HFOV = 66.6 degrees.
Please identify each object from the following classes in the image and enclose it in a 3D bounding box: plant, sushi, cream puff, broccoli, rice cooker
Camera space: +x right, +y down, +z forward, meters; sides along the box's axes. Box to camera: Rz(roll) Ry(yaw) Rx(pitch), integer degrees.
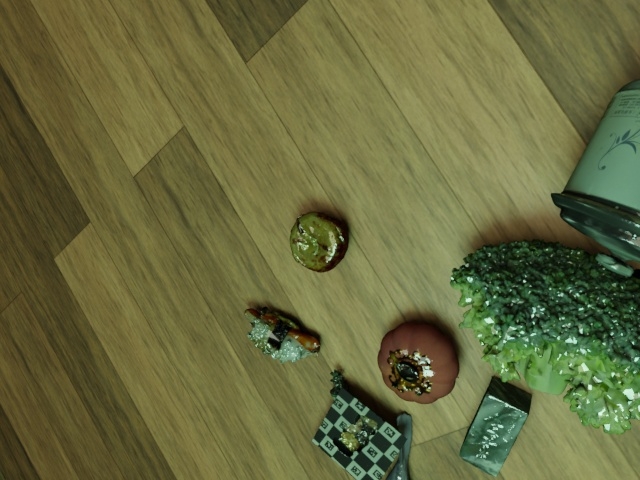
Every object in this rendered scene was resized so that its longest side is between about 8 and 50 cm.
[{"bbox_3d":[0.045,0.362,1.207,0.051,0.051,0.102,-8,103,28],"label":"plant"},{"bbox_3d":[0.101,0.476,1.191,0.192,0.050,0.215,34,121,19],"label":"sushi"},{"bbox_3d":[-0.108,0.247,1.236,0.226,0.103,0.097,29,129,21],"label":"sushi"},{"bbox_3d":[0.000,0.000,1.135,0.149,0.084,0.149,4,98,27],"label":"cream puff"},{"bbox_3d":[0.423,0.151,0.855,0.338,0.277,0.317,-17,113,37],"label":"broccoli"},{"bbox_3d":[0.520,-0.083,0.738,0.264,0.316,0.316,24,113,-5],"label":"rice cooker"}]

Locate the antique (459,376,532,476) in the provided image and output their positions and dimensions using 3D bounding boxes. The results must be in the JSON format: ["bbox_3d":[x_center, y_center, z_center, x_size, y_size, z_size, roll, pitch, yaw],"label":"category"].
[{"bbox_3d":[0.366,0.397,1.030,0.088,0.086,0.183,23,110,22],"label":"antique"}]

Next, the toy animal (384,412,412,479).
[{"bbox_3d":[0.200,0.616,1.159,0.206,0.081,0.367,33,115,32],"label":"toy animal"}]

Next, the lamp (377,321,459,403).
[{"bbox_3d":[0.207,0.268,1.055,0.182,0.140,0.182,9,108,29],"label":"lamp"}]
